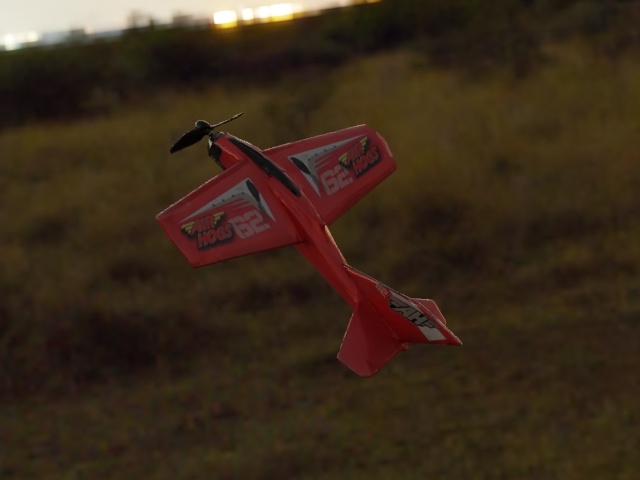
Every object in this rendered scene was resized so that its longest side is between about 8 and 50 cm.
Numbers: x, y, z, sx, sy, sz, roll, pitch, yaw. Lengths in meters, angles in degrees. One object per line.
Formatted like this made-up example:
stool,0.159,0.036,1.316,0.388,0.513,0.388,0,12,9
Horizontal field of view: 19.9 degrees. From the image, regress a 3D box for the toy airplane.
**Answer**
toy airplane,0.000,0.000,0.761,0.151,0.151,0.028,-14,-35,-44
